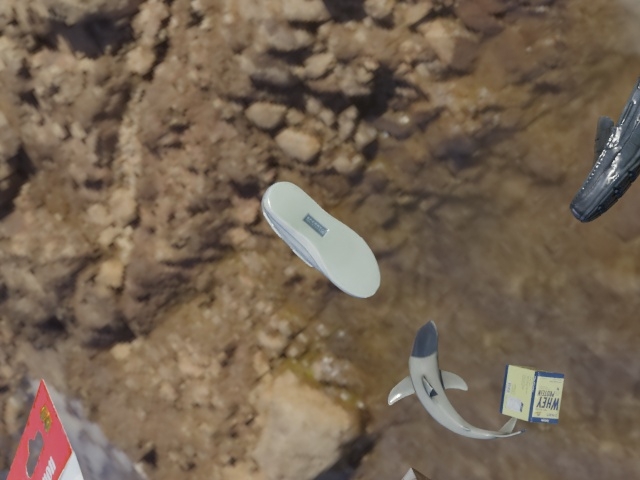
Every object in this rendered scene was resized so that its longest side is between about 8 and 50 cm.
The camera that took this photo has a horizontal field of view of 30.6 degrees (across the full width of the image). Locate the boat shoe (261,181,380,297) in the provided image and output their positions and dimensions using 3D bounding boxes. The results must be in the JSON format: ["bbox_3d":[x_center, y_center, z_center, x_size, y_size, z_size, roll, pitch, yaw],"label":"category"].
[{"bbox_3d":[-0.001,0.000,1.795,0.227,0.079,0.081,45,164,-6],"label":"boat shoe"}]

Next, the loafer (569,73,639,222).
[{"bbox_3d":[0.374,-0.123,1.454,0.078,0.223,0.076,36,-178,21],"label":"loafer"}]

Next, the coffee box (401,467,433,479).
[{"bbox_3d":[0.077,0.395,1.291,0.098,0.246,0.141,35,-174,-13],"label":"coffee box"}]

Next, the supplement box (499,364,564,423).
[{"bbox_3d":[0.343,0.250,1.901,0.083,0.056,0.083,7,89,61],"label":"supplement box"}]

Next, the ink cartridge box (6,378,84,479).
[{"bbox_3d":[-0.415,0.447,1.714,0.385,0.091,0.308,61,141,30],"label":"ink cartridge box"}]

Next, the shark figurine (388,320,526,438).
[{"bbox_3d":[0.232,0.291,2.142,0.278,0.166,0.116,48,173,19],"label":"shark figurine"}]
